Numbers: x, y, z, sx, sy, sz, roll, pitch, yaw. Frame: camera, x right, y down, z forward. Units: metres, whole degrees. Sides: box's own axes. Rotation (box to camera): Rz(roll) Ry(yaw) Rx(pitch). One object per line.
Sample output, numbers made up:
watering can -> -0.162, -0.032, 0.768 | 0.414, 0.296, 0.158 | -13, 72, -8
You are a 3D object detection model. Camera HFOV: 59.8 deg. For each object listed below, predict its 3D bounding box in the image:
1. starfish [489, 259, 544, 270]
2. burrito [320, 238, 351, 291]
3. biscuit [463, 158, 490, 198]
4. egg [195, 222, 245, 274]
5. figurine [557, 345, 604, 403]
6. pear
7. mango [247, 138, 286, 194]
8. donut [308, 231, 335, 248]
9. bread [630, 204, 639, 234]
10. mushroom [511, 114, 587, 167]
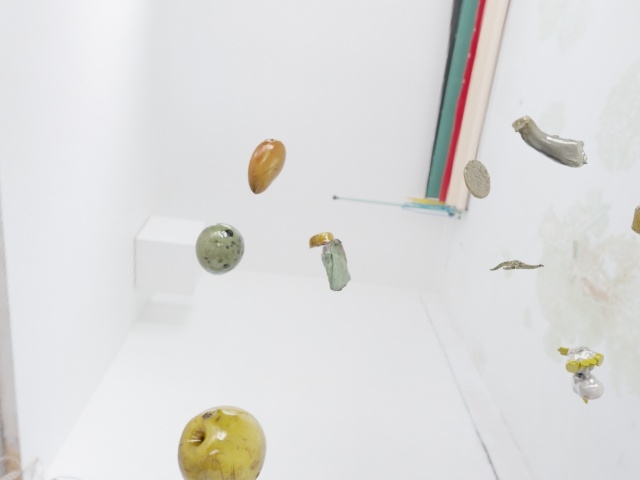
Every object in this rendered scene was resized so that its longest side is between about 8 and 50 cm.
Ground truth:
starfish -> 0.801, 0.105, 2.286 | 0.217, 0.223, 0.050 | -10, 89, -52
burrito -> 0.061, 0.103, 2.439 | 0.144, 0.089, 0.229 | -42, 125, -46
biscuit -> 0.571, -0.224, 2.027 | 0.020, 0.152, 0.152 | -17, -118, 53
egg -> -0.366, 0.038, 2.009 | 0.228, 0.177, 0.177 | 119, -19, -49
figurine -> 0.740, 0.382, 1.565 | 0.129, 0.109, 0.178 | -149, -141, -80
pear -> -0.297, 0.629, 1.666 | 0.281, 0.280, 0.281 | -173, -90, -87
mango -> -0.200, -0.270, 2.036 | 0.219, 0.112, 0.145 | -69, 155, -10
donut -> 0.000, 0.000, 1.971 | 0.108, 0.097, 0.043 | -35, -109, 67
bread -> 1.141, -0.079, 1.849 | 0.132, 0.190, 0.114 | -124, -148, -64
mushroom -> 0.754, -0.321, 1.829 | 0.099, 0.278, 0.096 | -61, 179, -18
